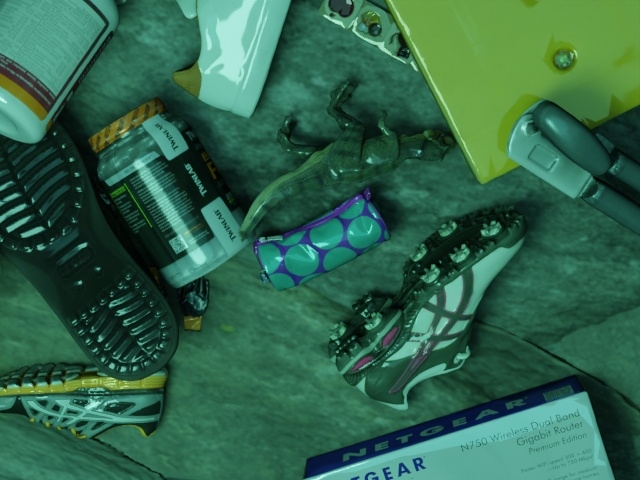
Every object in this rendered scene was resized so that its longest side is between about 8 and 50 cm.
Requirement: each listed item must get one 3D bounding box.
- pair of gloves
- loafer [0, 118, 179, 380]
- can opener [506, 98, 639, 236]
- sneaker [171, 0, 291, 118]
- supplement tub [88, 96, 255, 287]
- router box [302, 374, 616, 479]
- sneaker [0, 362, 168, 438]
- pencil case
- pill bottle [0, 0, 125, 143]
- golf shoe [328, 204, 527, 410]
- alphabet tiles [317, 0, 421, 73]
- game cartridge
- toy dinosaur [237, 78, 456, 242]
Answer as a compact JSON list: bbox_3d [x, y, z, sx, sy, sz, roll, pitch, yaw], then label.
[{"bbox_3d":[-0.170,0.066,1.617,0.083,0.010,0.074,6,98,0],"label":"pair of gloves"},{"bbox_3d":[-0.281,0.004,1.553,0.134,0.130,0.366,-31,79,-5],"label":"loafer"},{"bbox_3d":[0.318,-0.057,1.516,0.280,0.093,0.074,30,100,-24],"label":"can opener"},{"bbox_3d":[-0.085,-0.284,1.514,0.123,0.106,0.290,19,100,-4],"label":"sneaker"},{"bbox_3d":[-0.165,-0.054,1.545,0.117,0.117,0.190,-31,97,6],"label":"supplement tub"},{"bbox_3d":[0.182,0.349,1.612,0.335,0.082,0.301,-19,97,4],"label":"router box"},{"bbox_3d":[-0.280,0.186,1.603,0.215,0.084,0.083,-2,103,1],"label":"sneaker"},{"bbox_3d":[0.000,0.000,1.574,0.152,0.064,0.070,-26,122,5],"label":"pencil case"},{"bbox_3d":[-0.289,-0.222,1.492,0.121,0.121,0.221,32,73,-3],"label":"pill bottle"},{"bbox_3d":[0.136,0.072,1.577,0.273,0.105,0.120,-42,111,13],"label":"golf shoe"},{"bbox_3d":[0.148,-0.277,1.558,0.237,0.009,0.198,30,98,-3],"label":"alphabet tiles"},{"bbox_3d":[0.226,-0.266,1.530,0.285,0.052,0.323,-27,96,4],"label":"game cartridge"},{"bbox_3d":[0.014,-0.100,1.545,0.268,0.064,0.118,-22,66,-10],"label":"toy dinosaur"}]
